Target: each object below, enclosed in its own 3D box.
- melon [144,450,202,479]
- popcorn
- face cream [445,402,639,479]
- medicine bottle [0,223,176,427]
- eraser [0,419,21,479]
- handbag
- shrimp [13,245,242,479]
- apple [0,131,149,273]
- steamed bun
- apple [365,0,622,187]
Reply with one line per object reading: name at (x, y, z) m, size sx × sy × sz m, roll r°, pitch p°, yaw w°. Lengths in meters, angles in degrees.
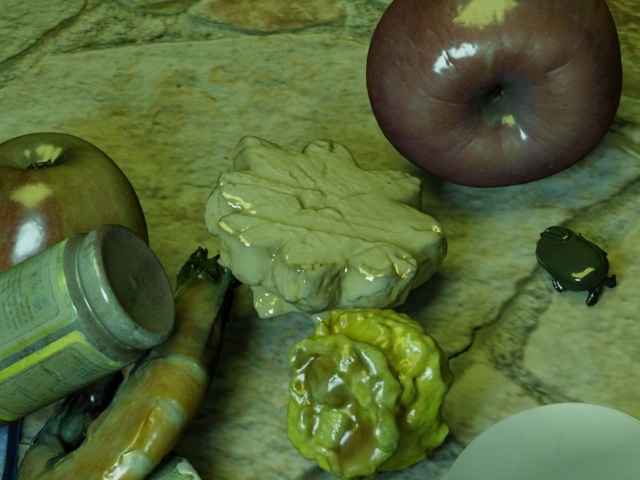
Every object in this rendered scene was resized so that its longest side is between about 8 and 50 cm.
melon at (-0.172, 0.281, 1.813) m, size 0.202 × 0.093 × 0.139 m, roll -13°, pitch 42°, yaw 23°
popcorn at (0.039, 0.161, 1.785) m, size 0.155 × 0.197 × 0.197 m, roll -15°, pitch 32°, yaw -40°
face cream at (0.231, 0.286, 1.577) m, size 0.218 × 0.179 × 0.218 m, roll -11°, pitch 43°, yaw 10°
medicine bottle at (-0.322, 0.108, 1.867) m, size 0.322 × 0.151 × 0.151 m, roll -26°, pitch 38°, yaw 22°
eraser at (-0.414, 0.263, 1.956) m, size 0.144 × 0.042 × 0.312 m, roll -13°, pitch 42°, yaw 9°
handbag at (0.280, 0.021, 1.938) m, size 0.072 × 0.047 × 0.111 m, roll -37°, pitch 44°, yaw -11°
shrimp at (-0.206, 0.158, 1.931) m, size 0.272 × 0.085 × 0.445 m, roll -25°, pitch 26°, yaw 38°
apple at (-0.329, 0.001, 2.042) m, size 0.257 × 0.234 × 0.257 m, roll -3°, pitch 33°, yaw 2°
steamed bun at (0.000, 0.000, 1.983) m, size 0.295 × 0.137 × 0.292 m, roll 32°, pitch 39°, yaw 27°
apple at (0.205, -0.204, 2.039) m, size 0.306 × 0.305 × 0.235 m, roll -10°, pitch 34°, yaw 11°
